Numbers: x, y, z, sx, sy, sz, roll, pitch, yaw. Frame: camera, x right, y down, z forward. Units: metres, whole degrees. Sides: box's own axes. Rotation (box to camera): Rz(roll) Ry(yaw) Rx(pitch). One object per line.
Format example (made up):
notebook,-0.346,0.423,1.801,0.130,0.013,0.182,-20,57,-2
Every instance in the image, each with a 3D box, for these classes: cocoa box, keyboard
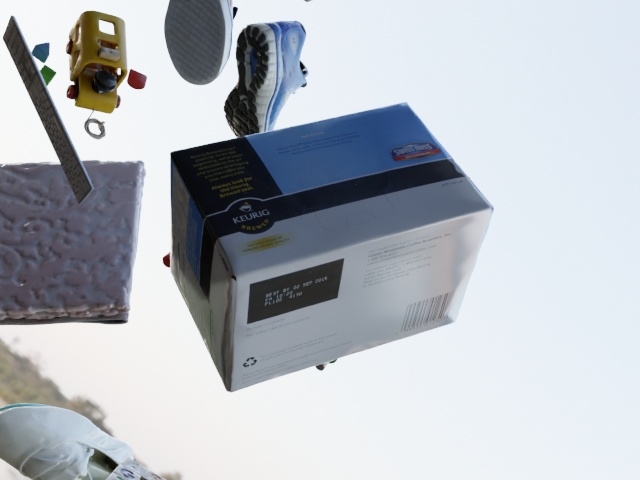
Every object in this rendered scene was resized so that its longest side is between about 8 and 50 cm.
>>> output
cocoa box,0.000,0.000,1.223,0.228,0.347,0.231,58,-27,37
keyboard,-0.367,-0.173,1.268,0.256,0.014,0.072,64,-25,2

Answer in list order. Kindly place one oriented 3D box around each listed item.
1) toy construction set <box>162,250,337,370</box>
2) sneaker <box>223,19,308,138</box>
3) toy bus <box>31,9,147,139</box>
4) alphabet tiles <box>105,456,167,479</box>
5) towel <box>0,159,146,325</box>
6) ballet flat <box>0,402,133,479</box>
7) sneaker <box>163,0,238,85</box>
toy construction set,-0.068,0.012,1.560,0.308,0.237,0.257,18,-58,17
sneaker,-0.091,-0.292,1.847,0.130,0.147,0.330,52,-33,23
toy bus,-0.405,-0.323,1.740,0.202,0.191,0.104,46,-42,-6
alphabet tiles,-0.221,0.420,1.439,0.237,0.009,0.198,30,5,1
towel,-0.442,-0.002,1.446,0.331,0.317,0.053,-1,-40,-5
ballet flat,-0.426,0.386,1.640,0.139,0.139,0.400,32,-10,29
sneaker,-0.197,-0.434,1.626,0.126,0.127,0.321,9,-59,15
